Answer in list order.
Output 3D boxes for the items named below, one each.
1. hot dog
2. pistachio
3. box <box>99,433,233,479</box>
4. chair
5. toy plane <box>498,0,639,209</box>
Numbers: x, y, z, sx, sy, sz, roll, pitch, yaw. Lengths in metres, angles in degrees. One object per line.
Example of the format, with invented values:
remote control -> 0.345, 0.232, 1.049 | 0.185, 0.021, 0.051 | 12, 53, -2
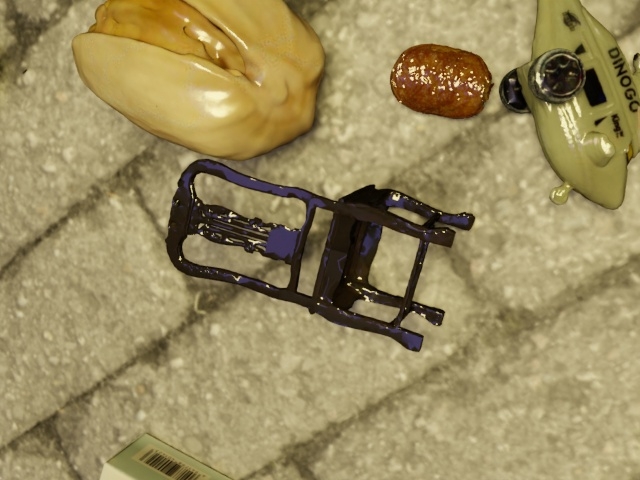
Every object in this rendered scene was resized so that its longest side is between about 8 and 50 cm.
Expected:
hot dog -> 0.100, -0.131, 0.613 | 0.083, 0.035, 0.058 | 15, 104, 16
pistachio -> -0.106, -0.154, 0.627 | 0.229, 0.157, 0.157 | 26, 107, 21
box -> -0.104, 0.318, 0.740 | 0.269, 0.079, 0.135 | 23, 107, 14
chair -> 0.000, 0.000, 0.628 | 0.229, 0.113, 0.106 | 19, 104, 14
toy plane -> 0.184, -0.161, 0.557 | 0.108, 0.092, 0.286 | -21, 93, 0
